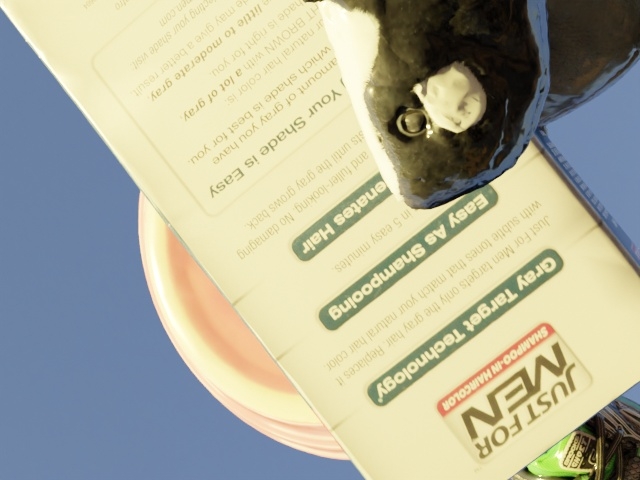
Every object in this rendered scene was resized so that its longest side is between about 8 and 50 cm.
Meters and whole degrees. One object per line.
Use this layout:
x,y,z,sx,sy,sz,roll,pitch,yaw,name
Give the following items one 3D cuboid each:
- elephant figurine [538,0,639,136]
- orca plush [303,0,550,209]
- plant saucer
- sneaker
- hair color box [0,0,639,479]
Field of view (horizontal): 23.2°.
0.078,-0.089,0.962,0.169,0.186,0.239,26,-76,-30,elephant figurine
0.049,-0.160,0.526,0.102,0.151,0.287,-9,-98,21,orca plush
0.000,0.000,1.104,0.084,0.332,0.332,-18,-57,-60,plant saucer
0.238,0.189,1.277,0.343,0.146,0.134,23,-82,14,sneaker
0.016,-0.040,0.803,0.174,0.105,0.347,-38,-94,11,hair color box
